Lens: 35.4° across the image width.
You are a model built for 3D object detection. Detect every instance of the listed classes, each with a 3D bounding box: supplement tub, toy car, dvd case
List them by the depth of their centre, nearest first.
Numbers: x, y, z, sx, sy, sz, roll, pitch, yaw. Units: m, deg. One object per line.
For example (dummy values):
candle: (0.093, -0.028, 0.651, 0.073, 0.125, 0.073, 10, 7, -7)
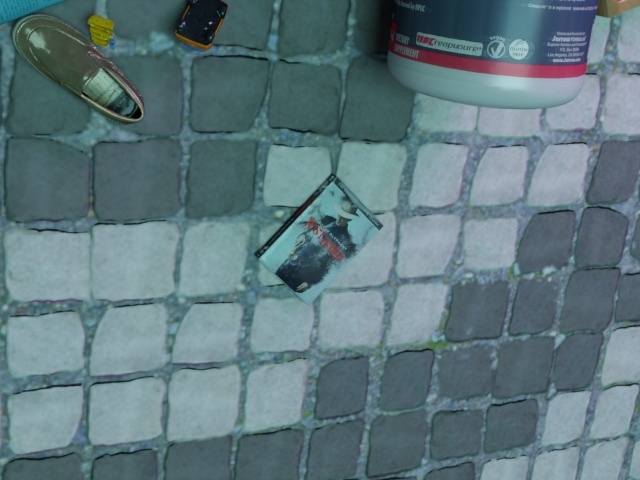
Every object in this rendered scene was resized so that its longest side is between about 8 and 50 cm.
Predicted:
toy car: (-0.147, -0.197, 0.910, 0.122, 0.060, 0.040, 6, 152, -10)
supplement tub: (0.169, -0.270, 0.930, 0.191, 0.191, 0.272, -3, 110, -25)
dvd case: (0.000, 0.000, 1.059, 0.119, 0.013, 0.087, -47, 122, -4)

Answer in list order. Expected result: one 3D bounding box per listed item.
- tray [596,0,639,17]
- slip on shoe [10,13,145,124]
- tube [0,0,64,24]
tray: (0.324, -0.456, 1.002, 0.203, 0.076, 0.411, -24, 117, -15)
slip on shoe: (-0.210, -0.148, 0.884, 0.051, 0.041, 0.135, -48, 122, -2)
tube: (-0.238, -0.226, 0.840, 0.207, 0.052, 0.080, -29, 124, -19)
